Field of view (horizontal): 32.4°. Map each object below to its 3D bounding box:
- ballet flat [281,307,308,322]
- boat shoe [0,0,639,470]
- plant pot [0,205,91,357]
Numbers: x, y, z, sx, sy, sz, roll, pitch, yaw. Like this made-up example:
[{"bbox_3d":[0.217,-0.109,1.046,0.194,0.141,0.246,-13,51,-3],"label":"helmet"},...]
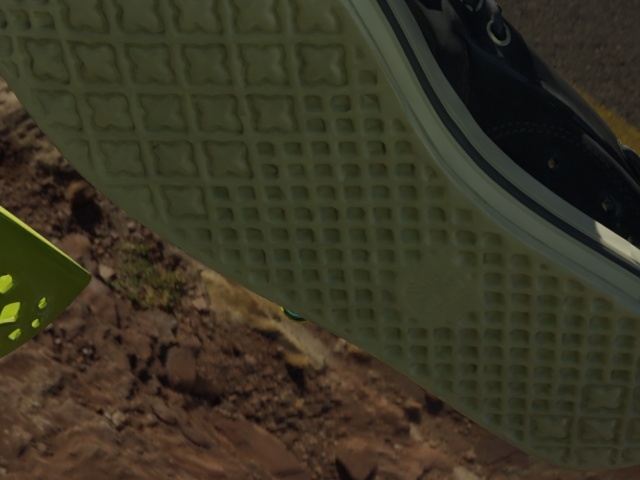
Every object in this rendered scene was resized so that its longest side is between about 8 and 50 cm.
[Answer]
[{"bbox_3d":[0.000,0.000,1.411,0.077,0.077,0.231,8,74,8],"label":"ballet flat"},{"bbox_3d":[0.022,-0.064,0.572,0.500,0.186,0.156,37,37,-22],"label":"boat shoe"},{"bbox_3d":[-0.429,0.030,1.188,0.228,0.227,0.207,33,82,30],"label":"plant pot"}]
